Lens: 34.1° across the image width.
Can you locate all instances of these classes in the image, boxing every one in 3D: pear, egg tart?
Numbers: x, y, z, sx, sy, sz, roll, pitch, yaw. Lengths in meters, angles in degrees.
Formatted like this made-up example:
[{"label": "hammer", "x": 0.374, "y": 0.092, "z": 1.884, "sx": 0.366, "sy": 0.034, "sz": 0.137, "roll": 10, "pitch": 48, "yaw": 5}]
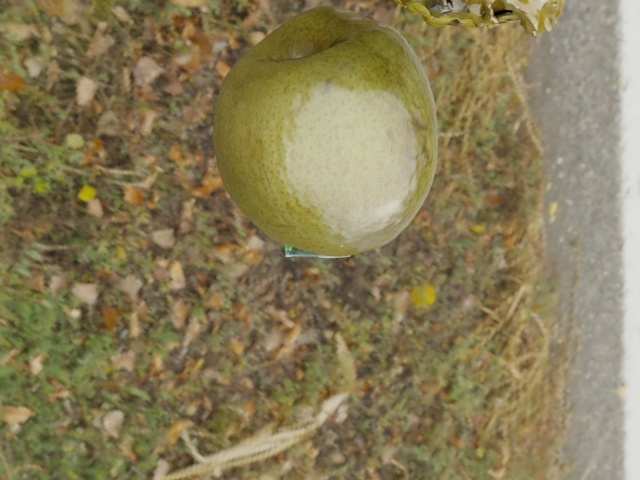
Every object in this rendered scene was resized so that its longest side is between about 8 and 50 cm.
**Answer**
[{"label": "pear", "x": 0.008, "y": -0.087, "z": 0.940, "sx": 0.228, "sy": 0.188, "sz": 0.211, "roll": -57, "pitch": 138, "yaw": -46}, {"label": "egg tart", "x": 0.069, "y": -0.241, "z": 0.834, "sx": 0.291, "sy": 0.291, "sz": 0.107, "roll": 15, "pitch": 114, "yaw": -51}]

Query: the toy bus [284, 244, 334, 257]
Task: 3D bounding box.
[{"label": "toy bus", "x": 0.000, "y": 0.000, "z": 1.194, "sx": 0.031, "sy": 0.083, "sz": 0.037, "roll": -48, "pitch": 136, "yaw": -66}]
